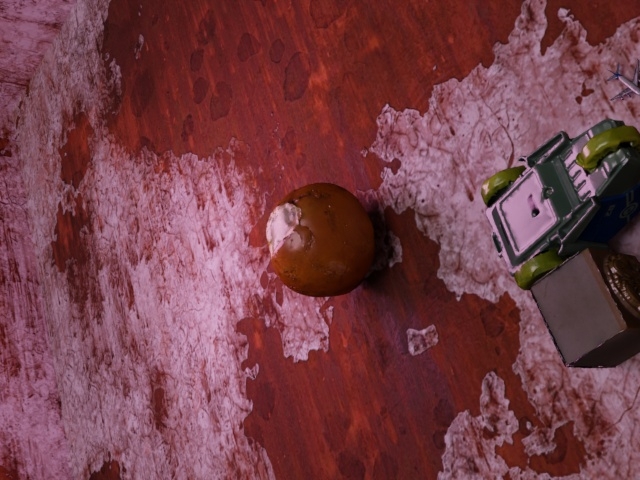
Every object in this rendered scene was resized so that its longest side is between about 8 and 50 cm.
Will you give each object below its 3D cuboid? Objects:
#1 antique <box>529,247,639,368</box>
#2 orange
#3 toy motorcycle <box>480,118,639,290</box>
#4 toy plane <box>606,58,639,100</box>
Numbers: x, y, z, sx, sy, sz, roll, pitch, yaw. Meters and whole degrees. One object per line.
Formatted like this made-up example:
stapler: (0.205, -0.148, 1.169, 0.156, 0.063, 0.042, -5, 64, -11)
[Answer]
antique: (0.435, 0.102, 1.415, 0.148, 0.151, 0.147, -41, 56, 37)
orange: (0.000, 0.000, 1.889, 0.240, 0.240, 0.240, -9, 78, 50)
toy motorcycle: (0.417, -0.071, 1.443, 0.326, 0.199, 0.191, -49, 50, 49)
toy plane: (0.497, -0.253, 1.486, 0.084, 0.024, 0.078, 49, 121, 34)
